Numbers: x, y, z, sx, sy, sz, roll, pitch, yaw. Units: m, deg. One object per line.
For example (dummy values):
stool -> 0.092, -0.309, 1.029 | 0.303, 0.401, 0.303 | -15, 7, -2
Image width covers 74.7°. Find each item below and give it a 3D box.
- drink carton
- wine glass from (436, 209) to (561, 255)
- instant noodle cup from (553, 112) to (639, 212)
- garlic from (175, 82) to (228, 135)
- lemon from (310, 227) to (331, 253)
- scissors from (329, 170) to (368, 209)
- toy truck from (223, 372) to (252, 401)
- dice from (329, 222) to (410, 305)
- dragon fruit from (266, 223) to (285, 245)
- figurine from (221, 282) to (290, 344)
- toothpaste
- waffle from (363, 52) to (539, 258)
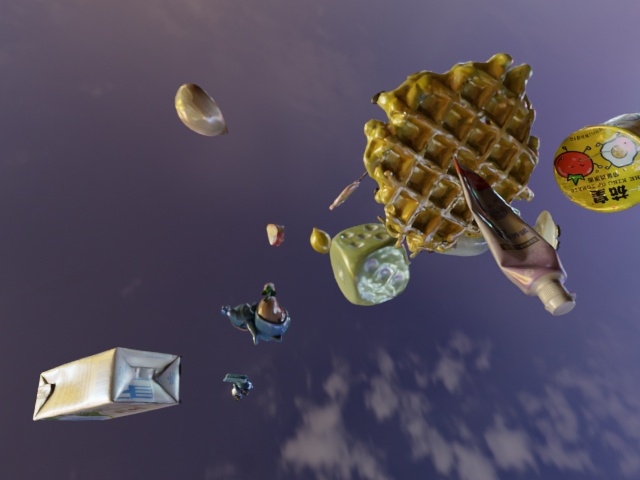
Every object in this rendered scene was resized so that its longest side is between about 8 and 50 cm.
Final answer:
drink carton -> -0.536, 0.373, 1.069 | 0.194, 0.324, 0.132 | 33, -137, -51
wine glass -> 0.449, -0.018, 1.120 | 0.320, 0.144, 0.144 | 2, -132, 4
instant noodle cup -> 0.598, -0.169, 0.849 | 0.144, 0.182, 0.182 | -31, -114, -26
garlic -> -0.395, -0.415, 1.379 | 0.207, 0.128, 0.115 | 48, -112, -20
lemon -> 0.000, 0.000, 1.328 | 0.065, 0.065, 0.092 | -21, -98, -34
scissors -> 0.157, -0.248, 1.763 | 0.024, 0.317, 0.160 | 47, -155, 5
toy truck -> -0.274, 0.475, 1.384 | 0.090, 0.073, 0.056 | 50, -168, -1
dice -> 0.191, 0.092, 1.664 | 0.249, 0.252, 0.254 | -18, -154, -12
dragon fruit -> -0.159, -0.026, 1.559 | 0.056, 0.060, 0.083 | 12, -125, -43
figurine -> -0.164, 0.184, 1.095 | 0.178, 0.145, 0.114 | 11, -171, 4
toothpaste -> 0.258, -0.024, 0.587 | 0.075, 0.048, 0.301 | 3, -138, -14
waffle -> 0.275, -0.157, 0.842 | 0.381, 0.380, 0.095 | -23, -154, -7
